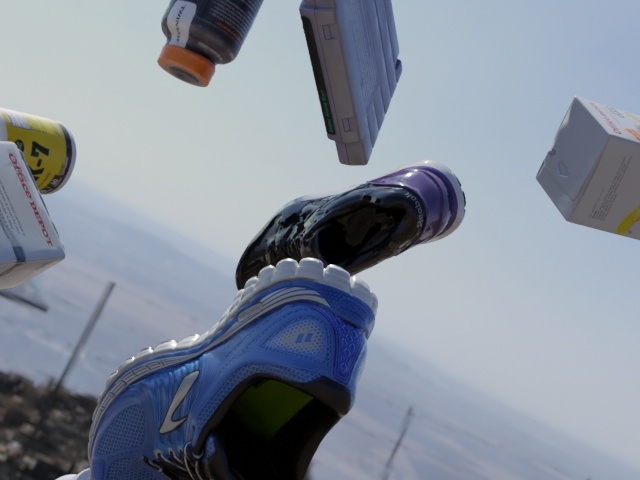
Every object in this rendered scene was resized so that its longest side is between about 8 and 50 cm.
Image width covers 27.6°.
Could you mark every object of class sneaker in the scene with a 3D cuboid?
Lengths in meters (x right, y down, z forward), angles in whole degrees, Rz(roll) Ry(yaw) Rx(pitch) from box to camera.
[{"bbox_3d":[-0.087,0.150,1.027,0.129,0.330,0.147,30,40,-23],"label":"sneaker"},{"bbox_3d":[0.000,0.000,1.316,0.124,0.283,0.107,-24,87,-56],"label":"sneaker"}]

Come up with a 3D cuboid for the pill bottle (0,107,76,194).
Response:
[{"bbox_3d":[-0.476,-0.137,1.939,0.119,0.119,0.208,25,9,34],"label":"pill bottle"}]

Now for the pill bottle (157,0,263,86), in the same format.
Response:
[{"bbox_3d":[-0.161,-0.360,1.994,0.130,0.246,0.130,23,-10,4],"label":"pill bottle"}]

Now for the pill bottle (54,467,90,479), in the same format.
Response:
[{"bbox_3d":[-0.386,0.420,1.975,0.112,0.112,0.186,28,-47,-30],"label":"pill bottle"}]

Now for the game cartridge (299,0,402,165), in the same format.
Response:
[{"bbox_3d":[0.045,-0.305,1.861,0.068,0.230,0.355,10,-39,21],"label":"game cartridge"}]

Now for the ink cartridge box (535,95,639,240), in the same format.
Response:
[{"bbox_3d":[0.389,-0.085,1.648,0.176,0.127,0.128,13,25,-19],"label":"ink cartridge box"}]

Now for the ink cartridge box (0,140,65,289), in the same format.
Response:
[{"bbox_3d":[-0.382,-0.024,1.378,0.153,0.086,0.208,65,21,8],"label":"ink cartridge box"}]
